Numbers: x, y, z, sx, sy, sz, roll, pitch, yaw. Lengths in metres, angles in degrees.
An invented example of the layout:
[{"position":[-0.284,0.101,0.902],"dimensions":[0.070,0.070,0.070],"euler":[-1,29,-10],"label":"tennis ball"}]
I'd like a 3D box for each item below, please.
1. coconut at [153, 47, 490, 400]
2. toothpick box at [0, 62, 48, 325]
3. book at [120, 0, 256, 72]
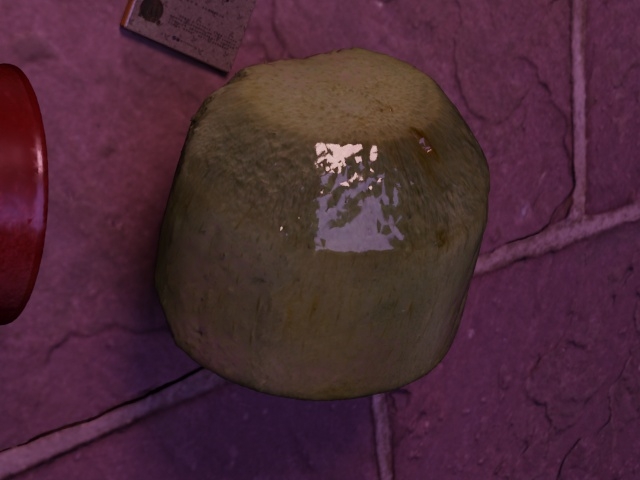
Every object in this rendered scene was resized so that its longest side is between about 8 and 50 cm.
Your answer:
[{"position":[0.000,0.000,0.922],"dimensions":[0.328,0.281,0.328],"euler":[-52,159,-30],"label":"coconut"},{"position":[-0.377,-0.036,0.690],"dimensions":[0.333,0.204,0.204],"euler":[2,104,-35],"label":"toothpick box"},{"position":[-0.101,-0.252,0.932],"dimensions":[0.118,0.012,0.172],"euler":[18,94,-38],"label":"book"}]
